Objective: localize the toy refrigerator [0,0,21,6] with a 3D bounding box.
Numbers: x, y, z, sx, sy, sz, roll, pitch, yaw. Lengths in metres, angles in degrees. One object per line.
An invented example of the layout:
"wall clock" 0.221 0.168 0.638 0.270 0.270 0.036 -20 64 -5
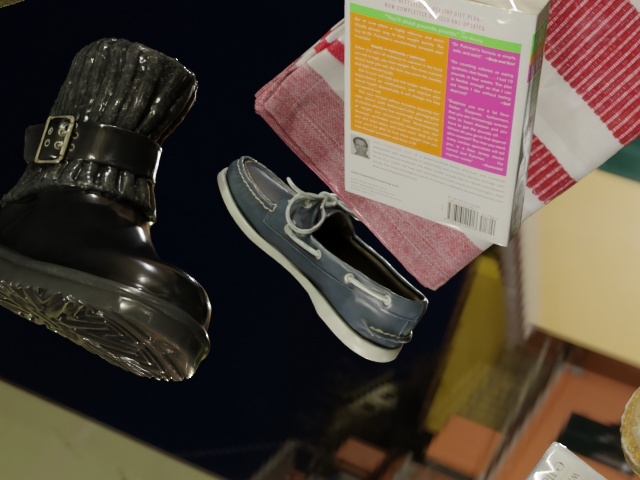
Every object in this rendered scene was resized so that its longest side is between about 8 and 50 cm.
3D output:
"toy refrigerator" -0.500 -0.314 1.686 0.094 0.269 0.102 75 180 -51

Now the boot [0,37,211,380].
"boot" -0.167 -0.042 1.203 0.131 0.348 0.260 46 -109 -41

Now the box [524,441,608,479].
"box" 0.146 0.270 0.969 0.181 0.119 0.182 -44 -22 -27

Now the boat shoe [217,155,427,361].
"boat shoe" 0.000 0.000 1.286 0.095 0.254 0.079 0 -48 -49

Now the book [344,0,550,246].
"book" 0.060 -0.069 0.698 0.035 0.096 0.144 -51 -26 -40

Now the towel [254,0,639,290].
"towel" 0.137 -0.129 1.139 0.329 0.237 0.037 -39 17 22

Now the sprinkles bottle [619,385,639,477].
"sprinkles bottle" 0.351 0.247 1.141 0.121 0.121 0.355 -57 -45 -29
